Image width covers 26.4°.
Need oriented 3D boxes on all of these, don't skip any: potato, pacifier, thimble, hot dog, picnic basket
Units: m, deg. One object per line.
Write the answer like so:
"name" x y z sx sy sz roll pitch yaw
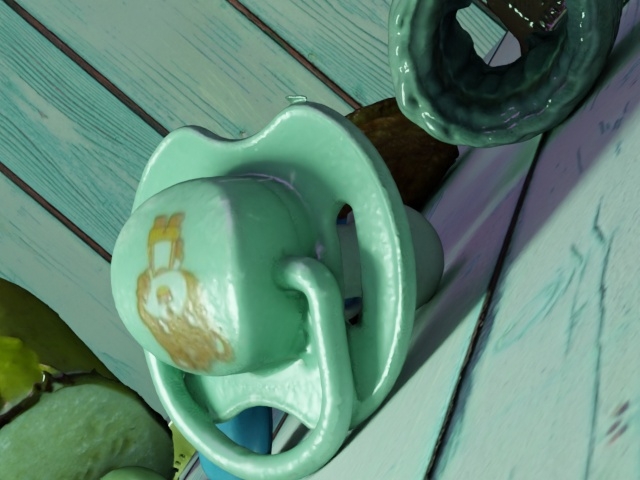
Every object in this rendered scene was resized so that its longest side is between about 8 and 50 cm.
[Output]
"potato" -0.346 0.212 1.416 0.290 0.296 0.397 -31 -41 -32
"pacifier" -0.010 0.036 1.076 0.269 0.288 0.343 -4 2 -38
"thimble" 0.169 -0.209 1.240 0.250 0.205 0.172 -55 -1 30
"hot dog" 0.020 -0.043 1.796 0.387 0.174 0.267 -51 0 -9
"picnic basket" 0.341 -0.392 1.890 0.297 0.129 0.222 -50 4 17

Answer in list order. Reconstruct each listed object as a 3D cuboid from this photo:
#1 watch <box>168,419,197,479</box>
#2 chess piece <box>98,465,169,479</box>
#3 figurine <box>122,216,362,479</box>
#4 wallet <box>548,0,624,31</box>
"watch" -0.196 0.281 1.910 0.268 0.102 0.165 -57 1 20
"chess piece" -0.226 0.321 1.287 0.251 0.144 0.144 -43 -1 -31
"figurine" -0.042 0.053 1.324 0.297 0.243 0.416 -5 17 10
"wallet" 0.297 -0.251 1.557 0.110 0.039 0.155 -51 3 8
